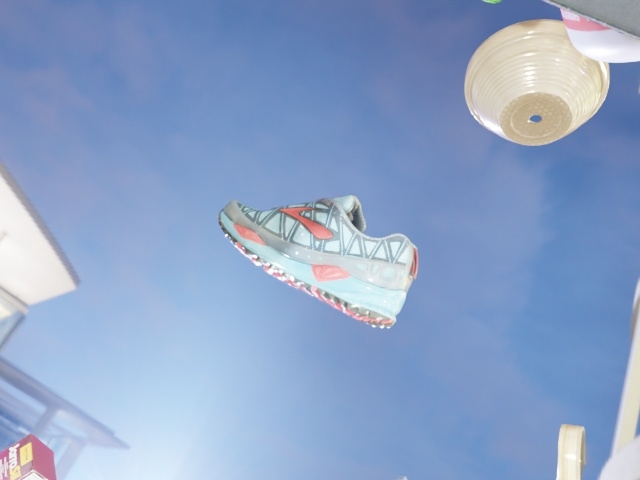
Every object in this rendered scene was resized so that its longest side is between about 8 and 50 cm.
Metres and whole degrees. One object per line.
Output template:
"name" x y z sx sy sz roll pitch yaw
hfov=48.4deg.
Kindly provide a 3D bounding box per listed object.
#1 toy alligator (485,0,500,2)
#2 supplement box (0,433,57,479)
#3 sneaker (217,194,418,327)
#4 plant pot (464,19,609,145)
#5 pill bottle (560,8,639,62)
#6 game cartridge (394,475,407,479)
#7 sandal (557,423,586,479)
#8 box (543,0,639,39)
"toy alligator" 0.203 -0.334 0.916 0.051 0.056 0.190 54 4 -25
"supplement box" -0.318 0.249 0.728 0.043 0.083 0.055 61 -6 -38
"sneaker" 0.000 0.000 0.838 0.261 0.125 0.104 26 -10 25
"plant pot" 0.359 -0.236 1.189 0.237 0.110 0.237 7 -37 6
"pill bottle" 0.224 -0.303 0.491 0.181 0.181 0.323 -6 -62 42
"game cartridge" 0.079 0.247 0.611 0.017 0.083 0.056 -20 -16 4
"sandal" 0.261 0.316 0.820 0.079 0.088 0.240 2 -71 26
"box" 0.201 -0.172 0.346 0.270 0.165 0.143 21 -57 -2
